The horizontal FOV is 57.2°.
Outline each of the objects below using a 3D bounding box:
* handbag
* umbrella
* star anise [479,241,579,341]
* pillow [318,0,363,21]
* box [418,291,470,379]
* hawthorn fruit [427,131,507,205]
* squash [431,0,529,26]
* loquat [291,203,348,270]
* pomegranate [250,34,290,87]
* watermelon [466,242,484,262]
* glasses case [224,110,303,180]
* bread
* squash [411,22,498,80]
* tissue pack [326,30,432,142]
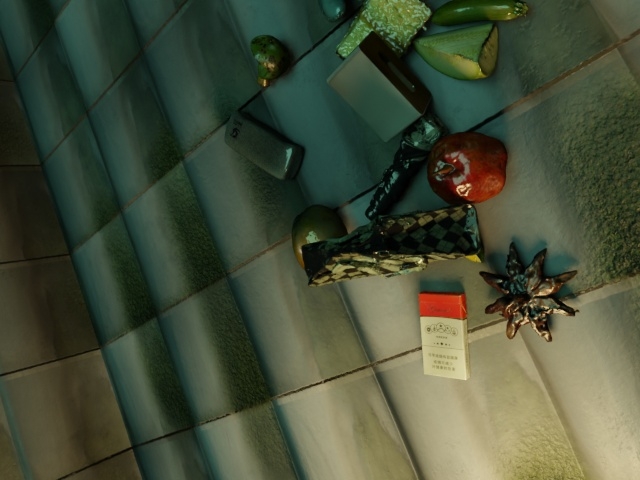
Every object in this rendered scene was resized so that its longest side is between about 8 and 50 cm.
[{"bbox_3d":[0.164,0.013,1.552,0.416,0.317,0.180,-18,81,55],"label":"handbag"},{"bbox_3d":[0.224,-0.203,1.669,0.106,0.113,0.357,36,119,5],"label":"umbrella"},{"bbox_3d":[0.516,0.135,1.492,0.272,0.103,0.271,3,95,36],"label":"star anise"},{"bbox_3d":[0.076,-0.748,1.697,0.233,0.086,0.214,-20,63,44],"label":"pillow"},{"bbox_3d":[0.354,0.270,1.680,0.139,0.035,0.245,-2,95,39],"label":"box"},{"bbox_3d":[0.351,-0.184,1.488,0.208,0.243,0.207,8,102,40],"label":"hawthorn fruit"},{"bbox_3d":[0.405,-0.591,1.502,0.258,0.069,0.069,8,101,36],"label":"squash"},{"bbox_3d":[0.000,0.000,1.838,0.179,0.179,0.227,-7,95,39],"label":"loquat"},{"bbox_3d":[-0.159,-0.586,1.919,0.169,0.123,0.143,81,172,-45],"label":"pomegranate"},{"bbox_3d":[0.360,0.001,1.612,0.182,0.075,0.091,23,110,34],"label":"watermelon"},{"bbox_3d":[-0.199,-0.326,2.009,0.323,0.074,0.131,35,115,30],"label":"glasses case"},{"bbox_3d":[0.173,-0.590,1.648,0.178,0.141,0.266,32,120,-13],"label":"bread"},{"bbox_3d":[0.330,-0.472,1.549,0.252,0.169,0.093,3,141,37],"label":"squash"},{"bbox_3d":[0.161,-0.417,1.601,0.246,0.159,0.136,44,128,-12],"label":"tissue pack"}]
